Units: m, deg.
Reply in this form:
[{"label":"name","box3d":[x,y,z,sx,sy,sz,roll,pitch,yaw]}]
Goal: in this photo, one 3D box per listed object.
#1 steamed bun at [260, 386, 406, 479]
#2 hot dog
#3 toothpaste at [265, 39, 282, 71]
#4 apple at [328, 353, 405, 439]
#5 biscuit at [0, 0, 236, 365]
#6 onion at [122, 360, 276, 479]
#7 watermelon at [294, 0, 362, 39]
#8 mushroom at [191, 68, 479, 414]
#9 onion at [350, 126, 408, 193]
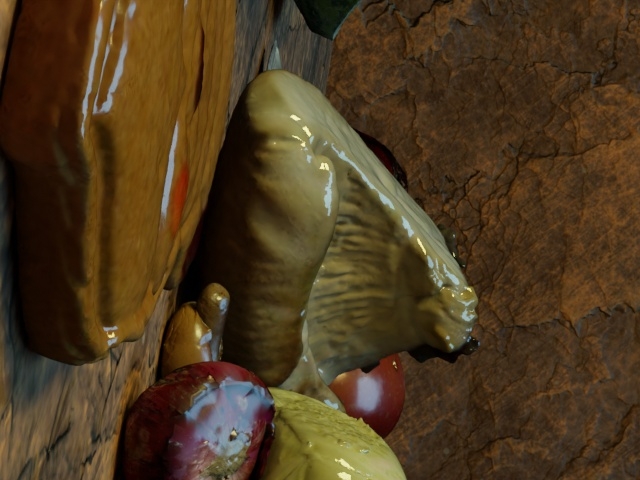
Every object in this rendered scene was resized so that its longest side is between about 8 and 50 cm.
[{"label":"steamed bun","box3d":[-0.026,0.273,1.310,0.232,0.166,0.273,-66,-162,0]},{"label":"hot dog","box3d":[-0.122,0.109,1.320,0.090,0.060,0.140,-167,-99,-88]},{"label":"toothpaste","box3d":[-0.063,-0.123,1.891,0.323,0.066,0.100,88,10,-47]},{"label":"apple","box3d":[-0.012,0.200,1.900,0.260,0.260,0.216,92,-17,-69]},{"label":"biscuit","box3d":[-0.111,-0.109,0.871,0.455,0.078,0.350,-68,162,-79]},{"label":"onion","box3d":[-0.123,0.165,1.196,0.150,0.140,0.150,-20,121,-37]},{"label":"watermelon","box3d":[0.038,-0.394,1.851,0.305,0.180,0.224,-80,166,-71]},{"label":"mushroom","box3d":[-0.042,0.014,1.432,0.397,0.313,0.224,48,10,-43]},{"label":"onion","box3d":[-0.012,-0.034,1.675,0.207,0.216,0.206,62,41,-70]}]
